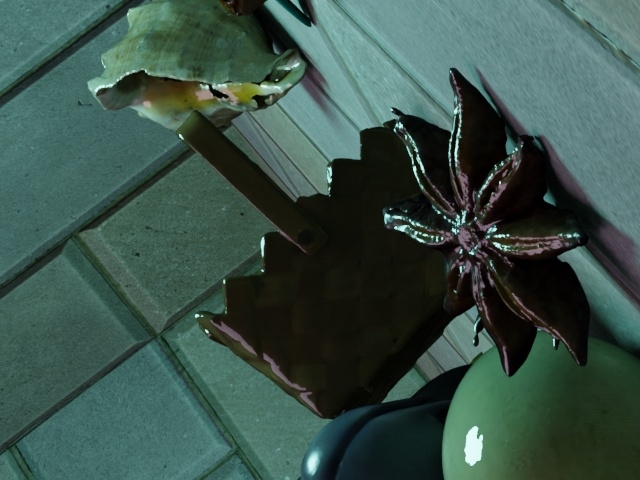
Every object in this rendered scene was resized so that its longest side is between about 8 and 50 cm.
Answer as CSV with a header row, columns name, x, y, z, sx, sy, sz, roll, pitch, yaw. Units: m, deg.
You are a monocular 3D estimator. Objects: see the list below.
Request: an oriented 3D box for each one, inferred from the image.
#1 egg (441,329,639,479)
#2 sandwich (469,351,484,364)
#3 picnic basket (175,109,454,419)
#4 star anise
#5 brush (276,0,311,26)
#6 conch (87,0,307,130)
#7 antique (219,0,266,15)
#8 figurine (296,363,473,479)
name,x,y,z,sx,sy,sz,roll,pitch,yaw
egg,0.211,0.187,1.685,0.218,0.218,0.295,54,-177,-25
sandwich,0.282,0.230,2.458,0.159,0.079,0.235,43,-175,-28
picnic basket,0.000,0.000,1.961,0.321,0.291,0.254,43,-178,15
star anise,0.154,-0.016,1.554,0.272,0.103,0.272,40,142,40
brush,-0.037,-0.265,2.050,0.043,0.032,0.193,47,-173,19
conch,-0.161,-0.239,2.475,0.324,0.263,0.186,-17,89,50
antique,-0.082,-0.292,1.786,0.087,0.093,0.310,53,177,8
figurine,0.085,0.229,1.857,0.265,0.197,0.175,-26,-91,-51
